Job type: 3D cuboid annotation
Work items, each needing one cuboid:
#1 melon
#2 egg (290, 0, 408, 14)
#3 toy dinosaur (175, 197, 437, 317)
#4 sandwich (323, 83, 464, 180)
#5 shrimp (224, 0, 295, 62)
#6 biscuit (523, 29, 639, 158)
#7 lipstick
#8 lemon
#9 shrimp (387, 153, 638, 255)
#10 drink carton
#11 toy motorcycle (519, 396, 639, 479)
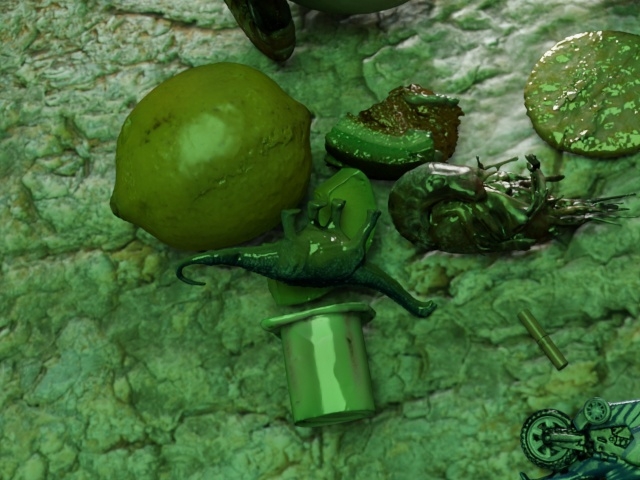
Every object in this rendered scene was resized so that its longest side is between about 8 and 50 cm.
[{"bbox_3d":[0.000,0.000,1.597,0.209,0.118,0.064,-41,26,-2],"label":"melon"},{"bbox_3d":[0.014,-0.486,1.709,0.336,0.278,0.278,11,70,21],"label":"egg"},{"bbox_3d":[-0.008,0.017,1.526,0.362,0.076,0.147,7,103,-10],"label":"toy dinosaur"},{"bbox_3d":[0.105,-0.163,1.640,0.184,0.109,0.160,12,73,19],"label":"sandwich"},{"bbox_3d":[-0.118,-0.391,1.693,0.054,0.290,0.222,-36,71,-11],"label":"shrimp"},{"bbox_3d":[0.402,-0.211,1.623,0.219,0.033,0.220,-5,66,12],"label":"biscuit"},{"bbox_3d":[0.296,0.131,1.510,0.019,0.019,0.094,-34,63,-1],"label":"lipstick"},{"bbox_3d":[-0.157,-0.114,1.605,0.310,0.258,0.258,-31,63,-6],"label":"lemon"},{"bbox_3d":[0.263,-0.053,1.547,0.342,0.116,0.145,0,102,4],"label":"shrimp"},{"bbox_3d":[0.012,0.170,1.508,0.144,0.146,0.142,-13,73,10],"label":"drink carton"},{"bbox_3d":[0.368,0.263,1.397,0.254,0.092,0.136,-11,74,20],"label":"toy motorcycle"}]
